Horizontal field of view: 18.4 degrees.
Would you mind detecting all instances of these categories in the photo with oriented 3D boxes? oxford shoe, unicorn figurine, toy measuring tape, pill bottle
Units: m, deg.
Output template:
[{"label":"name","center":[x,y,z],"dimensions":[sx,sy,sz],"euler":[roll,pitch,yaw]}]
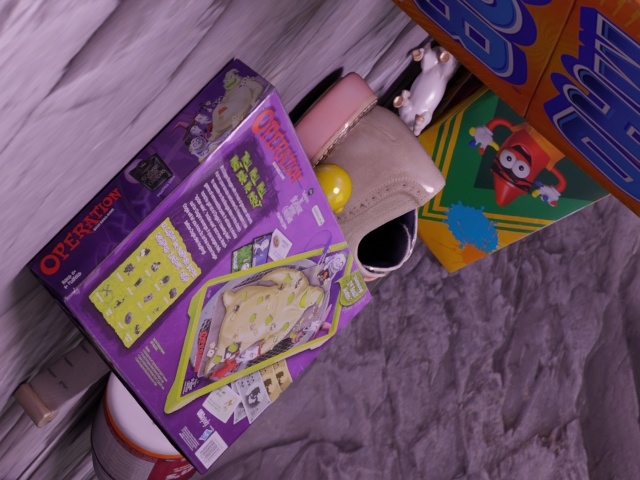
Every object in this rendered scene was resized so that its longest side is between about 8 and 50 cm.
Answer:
[{"label":"oxford shoe","center":[0.000,0.000,1.831],"dimensions":[0.140,0.146,0.397],"euler":[-47,175,-25]},{"label":"unicorn figurine","center":[0.098,-0.145,1.988],"dimensions":[0.162,0.060,0.111],"euler":[-48,173,5]},{"label":"toy measuring tape","center":[-0.105,0.048,1.656],"dimensions":[0.330,0.121,0.121],"euler":[-38,173,-2]},{"label":"pill bottle","center":[-0.167,0.187,1.987],"dimensions":[0.121,0.121,0.221],"euler":[-44,172,-25]}]

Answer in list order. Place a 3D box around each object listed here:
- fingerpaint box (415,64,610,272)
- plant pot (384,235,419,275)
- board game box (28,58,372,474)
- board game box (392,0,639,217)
[{"label":"fingerpaint box","center":[0.304,-0.204,2.100],"dimensions":[0.445,0.163,0.371],"euler":[-46,-170,-34]},{"label":"plant pot","center":[0.054,-0.036,2.195],"dimensions":[0.109,0.109,0.096],"euler":[-48,161,10]},{"label":"board game box","center":[-0.076,0.032,1.473],"dimensions":[0.208,0.056,0.347],"euler":[-42,152,-9]},{"label":"board game box","center":[0.253,-0.234,1.155],"dimensions":[0.356,0.356,0.356],"euler":[-47,174,-6]}]
